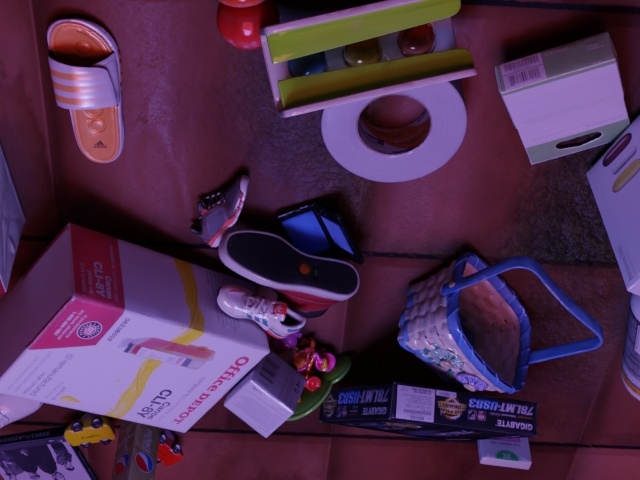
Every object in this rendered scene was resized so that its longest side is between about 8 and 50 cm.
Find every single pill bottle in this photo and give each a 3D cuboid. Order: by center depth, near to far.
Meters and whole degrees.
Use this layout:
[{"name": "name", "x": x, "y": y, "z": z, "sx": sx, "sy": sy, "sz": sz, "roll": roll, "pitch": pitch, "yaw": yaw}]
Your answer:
[{"name": "pill bottle", "x": 0.612, "y": 0.150, "z": 1.967, "sx": 0.162, "sy": 0.162, "sz": 0.278, "roll": -3, "pitch": 132, "yaw": 3}]

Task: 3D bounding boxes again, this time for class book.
[{"name": "book", "x": 0.345, "y": 0.369, "z": 2.175, "sx": 0.096, "sy": 0.144, "sz": 0.035, "roll": 8, "pitch": 131, "yaw": -7}]

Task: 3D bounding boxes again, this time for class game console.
[{"name": "game console", "x": 0.000, "y": 0.000, "z": 1.895, "sx": 0.071, "sy": 0.107, "sz": 0.122, "roll": -42, "pitch": 131, "yaw": -16}]

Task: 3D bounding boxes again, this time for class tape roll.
[{"name": "tape roll", "x": 0.110, "y": -0.194, "z": 1.721, "sx": 0.219, "sy": 0.072, "sz": 0.219, "roll": 0, "pitch": 133, "yaw": 0}]

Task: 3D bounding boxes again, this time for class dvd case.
[{"name": "dvd case", "x": -0.567, "y": 0.482, "z": 2.360, "sx": 0.179, "sy": 0.029, "sz": 0.239, "roll": -10, "pitch": 132, "yaw": 9}]

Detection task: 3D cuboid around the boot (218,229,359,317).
[{"name": "boot", "x": -0.078, "y": 0.067, "z": 1.929, "sx": 0.244, "sy": 0.088, "sz": 0.176, "roll": 20, "pitch": 153, "yaw": -18}]

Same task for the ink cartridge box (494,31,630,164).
[{"name": "ink cartridge box", "x": 0.373, "y": -0.210, "z": 1.721, "sx": 0.171, "sy": 0.056, "sz": 0.235, "roll": -16, "pitch": 154, "yaw": 15}]

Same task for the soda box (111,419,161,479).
[{"name": "soda box", "x": -0.342, "y": 0.403, "z": 2.113, "sx": 0.058, "sy": 0.181, "sz": 0.061, "roll": 36, "pitch": 122, "yaw": -27}]

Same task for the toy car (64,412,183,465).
[{"name": "toy car", "x": -0.362, "y": 0.338, "z": 2.214, "sx": 0.239, "sy": 0.053, "sz": 0.225, "roll": 14, "pitch": 130, "yaw": -13}]

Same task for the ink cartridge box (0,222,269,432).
[{"name": "ink cartridge box", "x": -0.320, "y": 0.160, "z": 1.916, "sx": 0.384, "sy": 0.160, "sz": 0.279, "roll": 20, "pitch": 129, "yaw": -36}]

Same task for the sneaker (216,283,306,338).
[{"name": "sneaker", "x": -0.094, "y": 0.111, "z": 1.892, "sx": 0.161, "sy": 0.057, "sz": 0.075, "roll": 32, "pitch": 147, "yaw": -28}]

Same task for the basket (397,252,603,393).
[{"name": "basket", "x": 0.300, "y": 0.141, "z": 1.933, "sx": 0.289, "sy": 0.201, "sz": 0.255, "roll": -26, "pitch": 126, "yaw": 34}]

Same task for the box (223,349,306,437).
[{"name": "box", "x": -0.096, "y": 0.265, "z": 1.986, "sx": 0.102, "sy": 0.101, "sz": 0.087, "roll": 40, "pitch": 121, "yaw": -10}]

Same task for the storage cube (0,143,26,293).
[{"name": "storage cube", "x": -0.595, "y": -0.037, "z": 1.792, "sx": 0.193, "sy": 0.184, "sz": 0.215, "roll": -3, "pitch": 132, "yaw": 2}]

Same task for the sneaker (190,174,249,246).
[{"name": "sneaker", "x": -0.168, "y": -0.052, "z": 1.861, "sx": 0.065, "sy": 0.061, "sz": 0.158, "roll": 25, "pitch": 127, "yaw": -13}]

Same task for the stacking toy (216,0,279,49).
[{"name": "stacking toy", "x": -0.113, "y": -0.394, "z": 1.512, "sx": 0.141, "sy": 0.141, "sz": 0.330, "roll": -1, "pitch": 136, "yaw": 2}]

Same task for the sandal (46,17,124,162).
[{"name": "sandal", "x": -0.344, "y": -0.208, "z": 1.708, "sx": 0.102, "sy": 0.076, "sz": 0.265, "roll": -3, "pitch": 132, "yaw": 3}]

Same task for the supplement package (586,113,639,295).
[{"name": "supplement package", "x": 0.552, "y": -0.033, "z": 1.725, "sx": 0.204, "sy": 0.262, "sz": 0.145, "roll": 18, "pitch": 130, "yaw": -22}]

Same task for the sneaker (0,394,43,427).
[{"name": "sneaker", "x": -0.642, "y": 0.347, "z": 2.197, "sx": 0.258, "sy": 0.091, "sz": 0.094, "roll": -24, "pitch": 127, "yaw": 20}]

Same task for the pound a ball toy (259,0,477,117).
[{"name": "pound a ball toy", "x": 0.077, "y": -0.302, "z": 1.554, "sx": 0.319, "sy": 0.136, "sz": 0.208, "roll": -14, "pitch": 99, "yaw": -6}]

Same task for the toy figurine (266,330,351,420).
[{"name": "toy figurine", "x": -0.054, "y": 0.216, "z": 2.078, "sx": 0.173, "sy": 0.130, "sz": 0.159, "roll": -36, "pitch": 115, "yaw": 2}]

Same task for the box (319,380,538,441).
[{"name": "box", "x": 0.189, "y": 0.312, "z": 2.053, "sx": 0.293, "sy": 0.073, "sz": 0.295, "roll": 13, "pitch": 165, "yaw": -23}]
